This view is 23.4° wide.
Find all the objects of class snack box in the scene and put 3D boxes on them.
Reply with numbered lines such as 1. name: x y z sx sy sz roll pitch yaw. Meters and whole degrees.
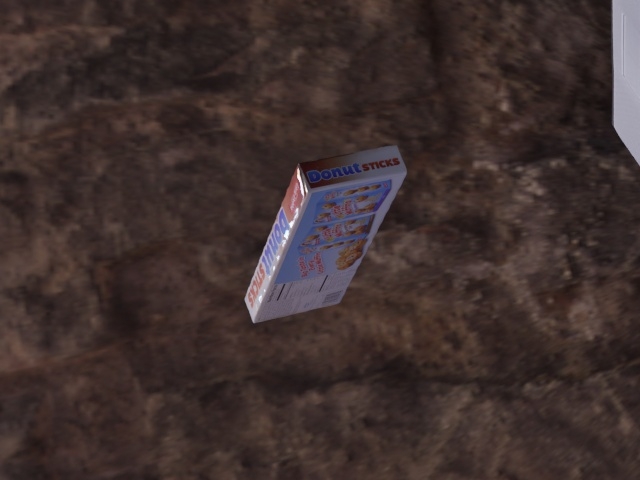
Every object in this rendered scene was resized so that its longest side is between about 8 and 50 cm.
1. snack box: 0.000 0.000 0.961 0.064 0.178 0.022 -11 -115 -19

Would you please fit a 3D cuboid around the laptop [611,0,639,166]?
1. laptop: 0.194 0.094 0.902 0.236 0.382 0.407 -32 -106 2
